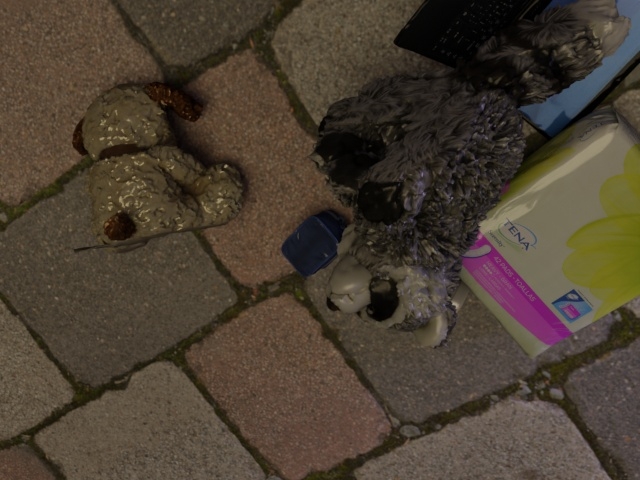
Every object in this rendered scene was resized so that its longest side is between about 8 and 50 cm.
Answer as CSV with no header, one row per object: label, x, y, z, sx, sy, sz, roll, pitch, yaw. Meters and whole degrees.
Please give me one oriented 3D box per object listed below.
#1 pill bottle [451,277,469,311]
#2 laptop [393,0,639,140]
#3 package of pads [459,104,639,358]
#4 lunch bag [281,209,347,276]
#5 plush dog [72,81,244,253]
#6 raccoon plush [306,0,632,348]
pill bottle,0.130,0.049,1.192,0.160,0.087,0.087,30,118,1
laptop,0.266,-0.258,0.990,0.234,0.264,0.136,-49,58,27
package of pads,0.327,-0.010,1.104,0.296,0.101,0.229,-37,103,25
lunch bag,0.000,0.000,1.218,0.098,0.065,0.067,-42,82,28
plush dog,-0.269,-0.111,1.187,0.262,0.210,0.225,-15,86,21
raccoon plush,0.195,-0.051,0.996,0.446,0.216,0.299,-22,130,7
